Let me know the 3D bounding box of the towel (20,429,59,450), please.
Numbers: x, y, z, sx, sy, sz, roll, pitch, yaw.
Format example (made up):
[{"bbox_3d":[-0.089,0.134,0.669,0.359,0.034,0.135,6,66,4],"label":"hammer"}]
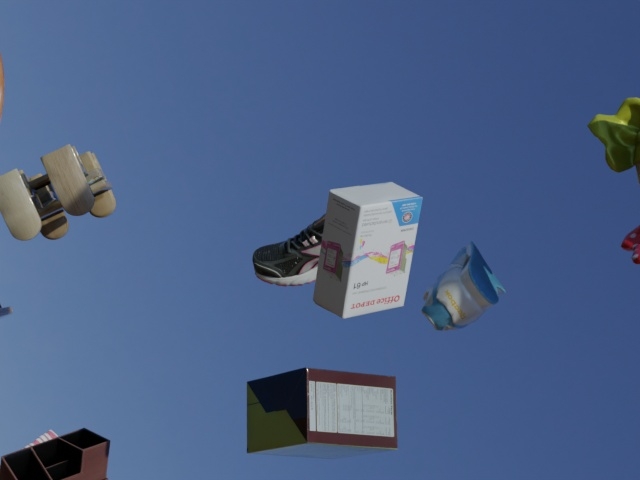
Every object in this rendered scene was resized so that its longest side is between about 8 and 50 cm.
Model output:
[{"bbox_3d":[-0.425,0.384,2.437,0.144,0.029,0.197,51,19,1],"label":"towel"}]

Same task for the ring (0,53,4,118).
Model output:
[{"bbox_3d":[-0.474,-0.123,1.594,0.336,0.336,0.032,55,7,31],"label":"ring"}]

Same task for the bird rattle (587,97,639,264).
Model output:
[{"bbox_3d":[0.414,-0.095,1.820,0.253,0.143,0.207,-87,-160,-49],"label":"bird rattle"}]

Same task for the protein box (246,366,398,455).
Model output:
[{"bbox_3d":[0.002,0.315,2.792,0.200,0.201,0.136,-19,-113,52],"label":"protein box"}]

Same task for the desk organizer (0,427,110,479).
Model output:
[{"bbox_3d":[-0.294,0.252,1.708,0.047,0.130,0.050,20,-70,33],"label":"desk organizer"}]

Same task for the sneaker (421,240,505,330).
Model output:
[{"bbox_3d":[0.188,0.064,2.071,0.087,0.092,0.229,56,13,2],"label":"sneaker"}]

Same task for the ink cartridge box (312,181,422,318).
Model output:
[{"bbox_3d":[0.047,0.010,1.544,0.052,0.088,0.122,29,-61,42],"label":"ink cartridge box"}]

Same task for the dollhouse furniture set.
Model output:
[{"bbox_3d":[-0.386,-0.006,2.081,0.212,0.242,0.161,131,-66,-90],"label":"dollhouse furniture set"}]

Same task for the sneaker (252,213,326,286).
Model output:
[{"bbox_3d":[0.000,0.000,1.942,0.072,0.178,0.077,-103,-178,-51],"label":"sneaker"}]
